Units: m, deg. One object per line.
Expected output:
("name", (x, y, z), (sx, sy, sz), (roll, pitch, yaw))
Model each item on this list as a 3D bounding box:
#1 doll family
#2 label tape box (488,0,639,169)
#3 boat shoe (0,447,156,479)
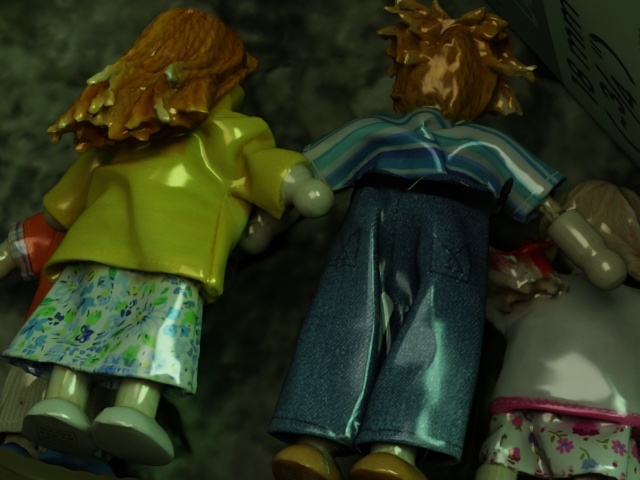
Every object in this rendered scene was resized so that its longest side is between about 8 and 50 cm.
("doll family", (0.000, 0.000, 0.617), (0.263, 0.118, 0.163), (7, 64, 14))
("label tape box", (0.101, -0.139, 0.602), (0.106, 0.241, 0.334), (-34, 62, -5))
("boat shoe", (-0.076, 0.125, 0.571), (0.285, 0.104, 0.089), (21, 113, 2))
